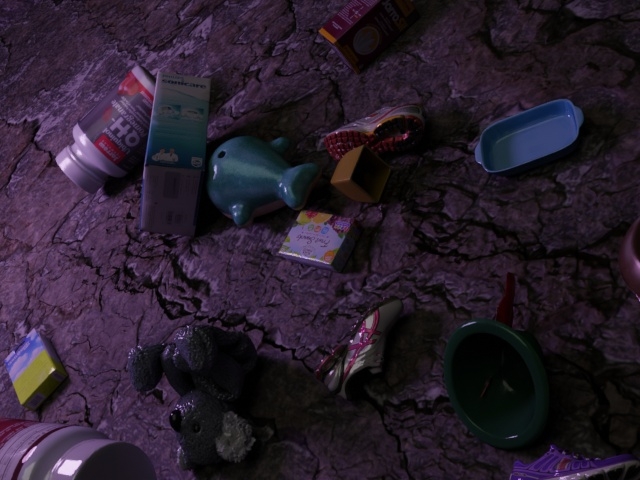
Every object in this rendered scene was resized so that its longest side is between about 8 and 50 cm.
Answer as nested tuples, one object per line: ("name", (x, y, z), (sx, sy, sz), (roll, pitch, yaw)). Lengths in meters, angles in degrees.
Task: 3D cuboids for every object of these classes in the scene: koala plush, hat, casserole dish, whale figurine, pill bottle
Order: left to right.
("pill bottle", (-0.487, 0.433, 1.425), (0.392, 0.224, 0.224), (-4, 56, 37))
("pill bottle", (-0.506, -0.272, 2.035), (0.318, 0.176, 0.176), (-44, 41, 3))
("koala plush", (-0.192, 0.275, 1.374), (0.196, 0.203, 0.221), (-24, 66, 35))
("whale figurine", (-0.126, -0.131, 1.635), (0.272, 0.141, 0.216), (11, 66, 46))
("hat", (0.293, 0.167, 1.147), (0.173, 0.183, 0.209), (1, 101, 48))
("casserole dish", (0.352, -0.166, 1.352), (0.188, 0.037, 0.114), (-19, 48, 26))

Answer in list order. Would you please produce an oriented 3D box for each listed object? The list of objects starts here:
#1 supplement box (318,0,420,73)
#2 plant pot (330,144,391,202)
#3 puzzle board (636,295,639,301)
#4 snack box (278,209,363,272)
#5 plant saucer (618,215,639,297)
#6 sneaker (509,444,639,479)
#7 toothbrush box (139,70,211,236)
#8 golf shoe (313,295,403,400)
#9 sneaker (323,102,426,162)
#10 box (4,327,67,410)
("supplement box", (0.106, -0.467, 1.741), (0.188, 0.104, 0.081), (-42, 42, 5))
("plant pot", (0.067, -0.120, 1.520), (0.083, 0.081, 0.081), (-6, 54, 49))
("puzzle board", (0.482, 0.085, 1.066), (0.096, 0.011, 0.128), (-30, 43, 17))
("snack box", (0.000, 0.000, 1.508), (0.141, 0.037, 0.100), (11, 67, 44))
("plant saucer", (0.497, 0.001, 1.087), (0.198, 0.036, 0.199), (-24, 40, 22))
("sneaker", (0.313, 0.284, 1.007), (0.169, 0.068, 0.071), (-18, 43, 29))
("toothbrush box", (-0.318, -0.190, 1.774), (0.216, 0.126, 0.296), (109, 163, -47))
("golf shoe", (0.078, 0.173, 1.298), (0.086, 0.067, 0.186), (40, 86, 22))
("sneaker", (0.108, -0.204, 1.563), (0.225, 0.088, 0.093), (-10, 32, 34))
("box", (-0.637, 0.285, 1.801), (0.109, 0.042, 0.178), (-47, 41, -3))
